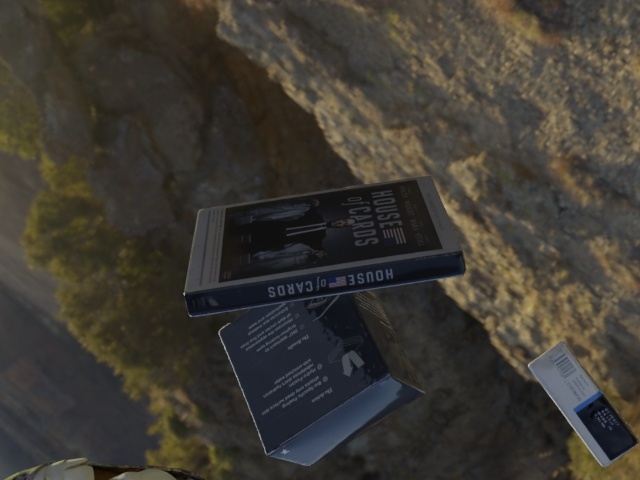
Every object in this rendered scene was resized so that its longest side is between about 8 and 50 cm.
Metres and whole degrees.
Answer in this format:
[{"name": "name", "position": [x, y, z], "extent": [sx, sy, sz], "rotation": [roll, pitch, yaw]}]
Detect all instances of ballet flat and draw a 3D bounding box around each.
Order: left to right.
[{"name": "ballet flat", "position": [-0.210, 0.244, 0.922], "extent": [0.221, 0.077, 0.079], "rotation": [7, 144, -30]}]

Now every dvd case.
[{"name": "dvd case", "position": [0.000, 0.000, 0.875], "extent": [0.179, 0.238, 0.030], "rotation": [-97, -3, -65]}]

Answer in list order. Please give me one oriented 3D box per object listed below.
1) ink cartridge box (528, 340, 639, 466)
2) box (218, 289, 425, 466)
[{"name": "ink cartridge box", "position": [0.383, 0.232, 1.379], "extent": [0.165, 0.065, 0.332], "rotation": [54, -173, 15]}, {"name": "box", "position": [-0.001, 0.128, 1.000], "extent": [0.093, 0.156, 0.158], "rotation": [35, -155, -54]}]
